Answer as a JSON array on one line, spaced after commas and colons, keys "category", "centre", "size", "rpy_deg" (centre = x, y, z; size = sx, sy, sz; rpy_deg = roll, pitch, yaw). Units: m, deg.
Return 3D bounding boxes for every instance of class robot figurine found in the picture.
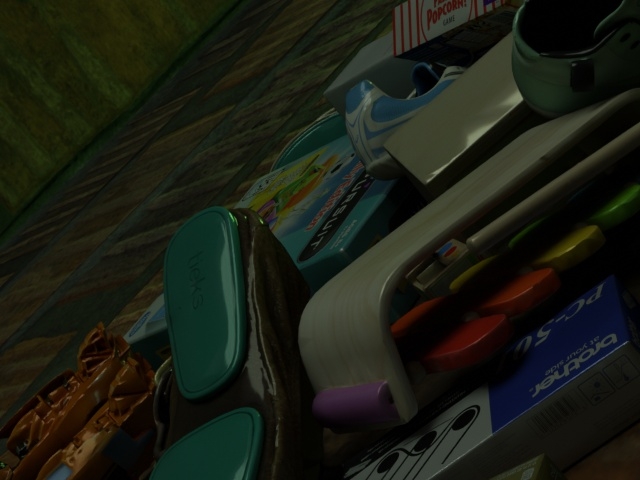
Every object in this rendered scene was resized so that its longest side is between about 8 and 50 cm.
[{"category": "robot figurine", "centre": [-0.242, 0.209, 1.578], "size": [0.291, 0.085, 0.211], "rpy_deg": [-46, 25, -5]}]

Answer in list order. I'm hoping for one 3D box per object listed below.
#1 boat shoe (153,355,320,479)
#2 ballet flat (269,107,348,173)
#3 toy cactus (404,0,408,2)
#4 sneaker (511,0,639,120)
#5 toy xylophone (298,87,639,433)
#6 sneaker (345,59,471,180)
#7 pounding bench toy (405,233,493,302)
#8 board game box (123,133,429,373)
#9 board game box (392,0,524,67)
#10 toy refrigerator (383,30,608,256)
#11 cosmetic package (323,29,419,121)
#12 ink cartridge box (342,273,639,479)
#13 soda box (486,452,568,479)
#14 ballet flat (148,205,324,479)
[{"category": "boat shoe", "centre": [-0.072, 0.124, 1.413], "size": [0.116, 0.096, 0.324], "rpy_deg": [-40, 14, 7]}, {"category": "ballet flat", "centre": [0.060, -0.112, 1.862], "size": [0.248, 0.086, 0.086], "rpy_deg": [-36, 15, 13]}, {"category": "toy cactus", "centre": [0.170, -0.242, 1.841], "size": [0.181, 0.219, 0.112], "rpy_deg": [4, 70, 27]}, {"category": "sneaker", "centre": [0.247, -0.152, 1.246], "size": [0.256, 0.094, 0.151], "rpy_deg": [-20, -13, 8]}, {"category": "toy xylophone", "centre": [0.125, -0.001, 1.187], "size": [0.323, 0.081, 0.236], "rpy_deg": [-36, 7, -18]}, {"category": "sneaker", "centre": [0.125, -0.109, 1.497], "size": [0.237, 0.086, 0.085], "rpy_deg": [-14, -4, -33]}, {"category": "pounding bench toy", "centre": [0.090, 0.020, 1.334], "size": [0.052, 0.083, 0.065], "rpy_deg": [-42, 15, -3]}, {"category": "board game box", "centre": [0.000, 0.000, 1.642], "size": [0.336, 0.079, 0.254], "rpy_deg": [-25, 21, 49]}, {"category": "board game box", "centre": [0.177, -0.170, 1.508], "size": [0.147, 0.194, 0.045], "rpy_deg": [-19, 68, 55]}, {"category": "toy refrigerator", "centre": [0.189, -0.109, 1.395], "size": [0.269, 0.102, 0.094], "rpy_deg": [-41, 32, -1]}, {"category": "cosmetic package", "centre": [0.124, -0.151, 1.702], "size": [0.231, 0.117, 0.085], "rpy_deg": [-23, 22, 47]}, {"category": "ink cartridge box", "centre": [0.103, 0.110, 1.100], "size": [0.207, 0.046, 0.097], "rpy_deg": [-37, 15, 15]}, {"category": "soda box", "centre": [0.058, 0.179, 0.975], "size": [0.181, 0.061, 0.058], "rpy_deg": [-32, 17, 33]}, {"category": "ballet flat", "centre": [-0.045, 0.131, 1.207], "size": [0.116, 0.124, 0.342], "rpy_deg": [-31, 40, 28]}]
